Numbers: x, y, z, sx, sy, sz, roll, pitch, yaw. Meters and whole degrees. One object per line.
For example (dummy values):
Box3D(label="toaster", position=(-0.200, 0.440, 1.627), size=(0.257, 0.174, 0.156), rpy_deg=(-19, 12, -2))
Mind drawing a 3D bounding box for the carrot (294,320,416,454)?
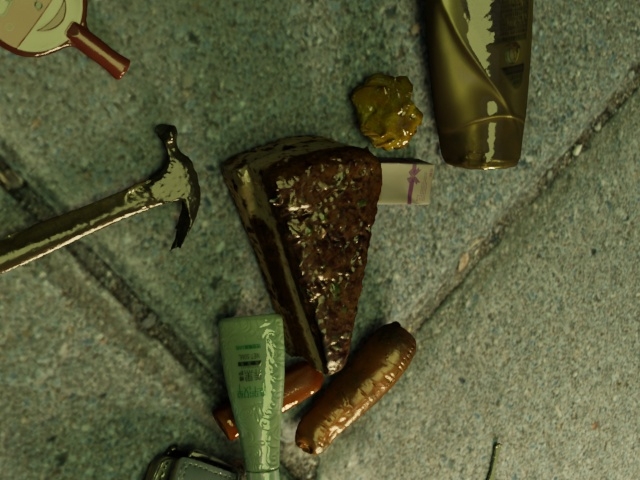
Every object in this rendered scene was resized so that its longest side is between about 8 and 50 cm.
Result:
Box3D(label="carrot", position=(0.041, 0.173, 1.109), size=(0.186, 0.060, 0.060), rpy_deg=(-48, 123, -7))

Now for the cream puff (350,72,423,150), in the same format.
Box3D(label="cream puff", position=(0.075, -0.137, 1.033), size=(0.083, 0.058, 0.083), rpy_deg=(10, 101, -31))

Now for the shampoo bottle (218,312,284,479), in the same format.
Box3D(label="shampoo bottle", position=(-0.067, 0.173, 1.007), size=(0.069, 0.041, 0.190), rpy_deg=(-5, 85, 3))

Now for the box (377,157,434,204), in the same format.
Box3D(label="box", position=(0.068, -0.066, 1.064), size=(0.117, 0.036, 0.050), rpy_deg=(-3, 105, -30))

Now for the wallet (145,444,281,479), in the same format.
Box3D(label="wallet", position=(-0.103, 0.329, 1.062), size=(0.231, 0.069, 0.170), rpy_deg=(31, 70, -37))

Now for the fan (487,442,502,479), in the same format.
Box3D(label="fan", position=(0.224, 0.355, 1.305), size=(0.113, 0.005, 0.175), rpy_deg=(2, 105, -31))

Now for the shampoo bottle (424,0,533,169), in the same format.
Box3D(label="shampoo bottle", position=(0.173, -0.249, 1.044), size=(0.126, 0.084, 0.350), rpy_deg=(-15, 112, -24))

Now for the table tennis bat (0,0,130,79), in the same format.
Box3D(label="table tennis bat", position=(-0.235, -0.197, 0.854), size=(0.155, 0.019, 0.098), rpy_deg=(37, 84, -31))

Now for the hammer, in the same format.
Box3D(label="hammer", position=(-0.248, -0.007, 0.896), size=(0.297, 0.027, 0.125), rpy_deg=(-24, 111, -24))

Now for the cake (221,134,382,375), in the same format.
Box3D(label="cake", position=(0.007, 0.007, 1.005), size=(0.135, 0.112, 0.246), rpy_deg=(-30, 118, -23))

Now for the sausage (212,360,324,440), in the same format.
Box3D(label="sausage", position=(-0.055, 0.173, 1.059), size=(0.131, 0.041, 0.039), rpy_deg=(-26, 99, -23))
